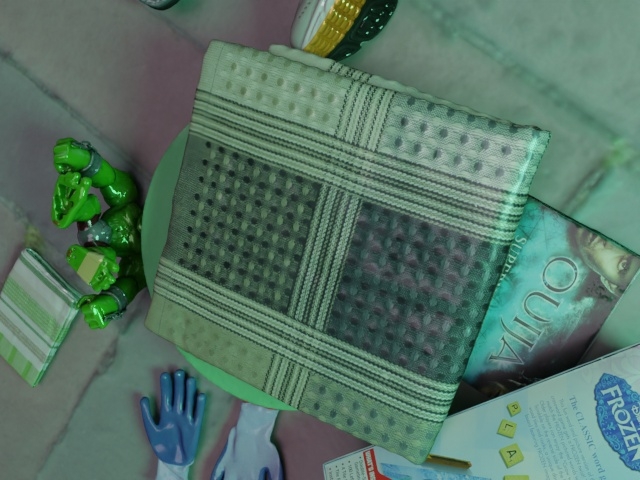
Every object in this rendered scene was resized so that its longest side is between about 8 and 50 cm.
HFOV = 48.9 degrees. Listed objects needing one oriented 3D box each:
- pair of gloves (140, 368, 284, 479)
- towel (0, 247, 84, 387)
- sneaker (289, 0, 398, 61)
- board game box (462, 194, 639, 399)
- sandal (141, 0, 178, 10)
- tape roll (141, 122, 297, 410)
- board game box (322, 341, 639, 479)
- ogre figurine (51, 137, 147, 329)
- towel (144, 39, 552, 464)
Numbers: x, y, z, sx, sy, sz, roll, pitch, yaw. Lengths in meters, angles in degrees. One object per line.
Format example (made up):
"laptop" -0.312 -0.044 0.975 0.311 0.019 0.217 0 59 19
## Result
"pair of gloves" -0.128 0.238 0.819 0.198 0.023 0.159 12 99 21
"towel" -0.373 0.100 0.911 0.113 0.023 0.152 40 111 17
"sneaker" 0.030 -0.296 0.661 0.121 0.099 0.262 34 100 24
"board game box" 0.196 0.065 0.658 0.126 0.026 0.186 32 107 17
"sandal" -0.201 -0.362 0.773 0.097 0.054 0.254 -32 73 16
"tape roll" -0.031 0.009 0.722 0.321 0.077 0.321 2 96 23
"board game box" 0.173 0.284 0.551 0.318 0.066 0.318 -27 51 21
"ogre figurine" -0.237 -0.012 0.784 0.097 0.118 0.197 -31 85 19
"towel" 0.000 0.000 0.639 0.324 0.056 0.312 22 106 21
